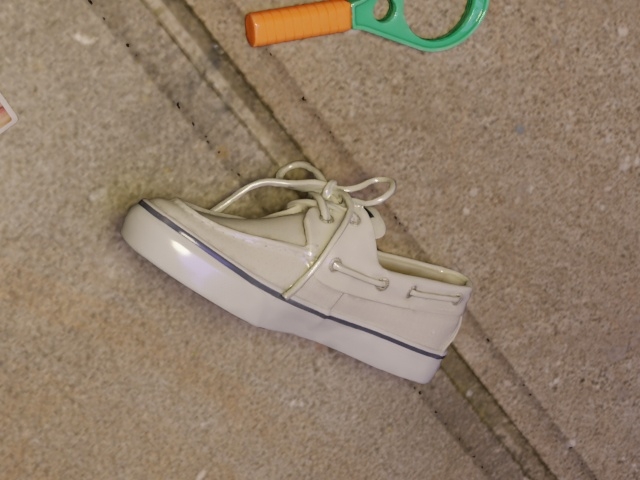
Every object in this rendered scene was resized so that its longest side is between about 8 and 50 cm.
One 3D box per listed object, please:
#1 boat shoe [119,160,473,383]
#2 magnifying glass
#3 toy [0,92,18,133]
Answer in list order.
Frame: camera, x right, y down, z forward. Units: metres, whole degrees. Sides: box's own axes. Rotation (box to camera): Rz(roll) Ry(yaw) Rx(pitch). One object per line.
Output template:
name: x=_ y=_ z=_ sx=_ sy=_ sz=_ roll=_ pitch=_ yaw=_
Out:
boat shoe: x=0.005 y=0.004 z=1.178 sx=0.367 sy=0.136 sz=0.156 roll=25 pitch=99 yaw=-36
magnifying glass: x=0.045 y=-0.199 z=1.176 sx=0.231 sy=0.026 sz=0.092 roll=-12 pitch=116 yaw=-22
toy: x=-0.335 y=-0.136 z=0.987 sx=0.137 sy=0.056 sz=0.237 roll=-37 pitch=123 yaw=-10
